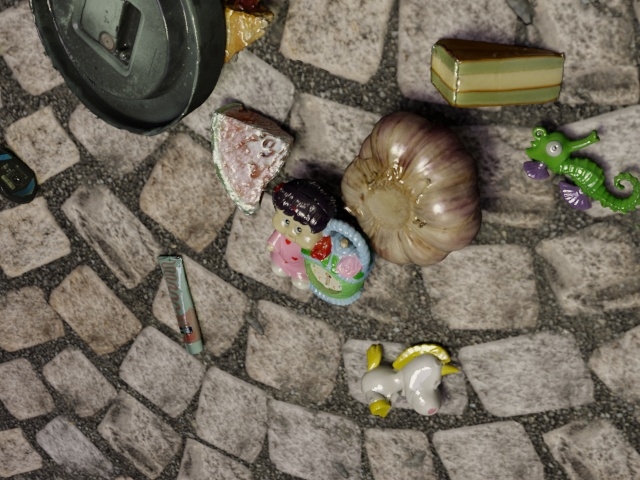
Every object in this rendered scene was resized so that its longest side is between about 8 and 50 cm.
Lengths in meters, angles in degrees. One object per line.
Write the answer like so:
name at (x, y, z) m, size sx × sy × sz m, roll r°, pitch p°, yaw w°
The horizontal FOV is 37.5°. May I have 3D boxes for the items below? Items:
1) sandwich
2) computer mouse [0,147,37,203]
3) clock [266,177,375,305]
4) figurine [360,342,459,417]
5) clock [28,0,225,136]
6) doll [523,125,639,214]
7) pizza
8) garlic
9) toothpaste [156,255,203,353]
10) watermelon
sandwich at (0.254, -0.250, 1.371) m, size 0.163 × 0.113 × 0.079 m, roll -6°, pitch 120°, yaw -11°
computer mouse at (-0.603, -0.123, 1.810) m, size 0.135 × 0.079 × 0.047 m, roll 49°, pitch 137°, yaw -12°
clock at (0.000, 0.000, 1.546) m, size 0.194 × 0.100 × 0.195 m, roll 30°, pitch 149°, yaw 18°
figurine at (0.158, 0.247, 1.667) m, size 0.178 × 0.109 × 0.129 m, roll -6°, pitch 93°, yaw 24°
clock at (-0.311, -0.357, 1.486) m, size 0.386 × 0.076 × 0.386 m, roll 21°, pitch 128°, yaw 30°
doll at (0.384, -0.103, 1.376) m, size 0.190 × 0.050 × 0.115 m, roll 38°, pitch 134°, yaw -1°
pizza at (-0.142, -0.337, 1.464) m, size 0.194 × 0.069 × 0.154 m, roll 1°, pitch 116°, yaw 35°
garlic at (0.150, -0.084, 1.439) m, size 0.245 × 0.161 × 0.244 m, roll 28°, pitch 135°, yaw 33°
toothpaste at (-0.267, 0.123, 1.823) m, size 0.056 × 0.036 × 0.205 m, roll -1°, pitch 114°, yaw 28°
watermelon at (-0.102, -0.143, 1.573) m, size 0.139 × 0.071 × 0.187 m, roll -9°, pitch 105°, yaw 22°
